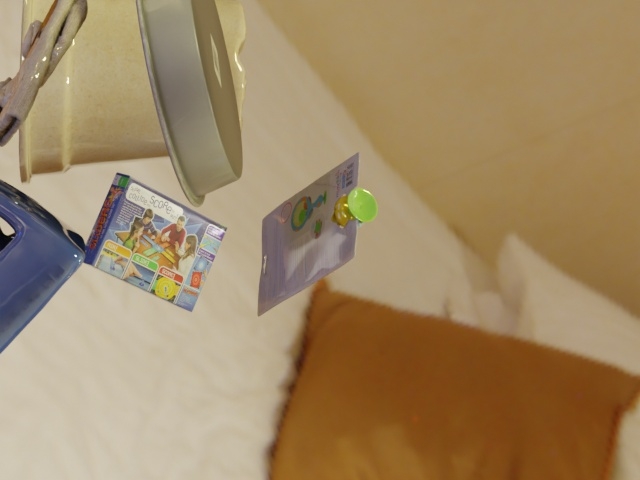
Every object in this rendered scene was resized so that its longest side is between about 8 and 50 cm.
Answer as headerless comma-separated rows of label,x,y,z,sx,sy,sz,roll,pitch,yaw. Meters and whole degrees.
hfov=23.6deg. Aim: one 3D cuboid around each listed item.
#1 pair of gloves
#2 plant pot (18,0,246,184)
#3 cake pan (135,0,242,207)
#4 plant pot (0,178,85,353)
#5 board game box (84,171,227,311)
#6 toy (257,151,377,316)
pair of gloves,-0.312,-0.169,1.593,0.042,0.240,0.204,32,65,-14
plant pot,-0.265,-0.240,2.174,0.334,0.305,0.334,-178,-90,-82
cake pan,-0.135,-0.183,1.609,0.293,0.054,0.293,-11,90,-86
plant pot,-0.361,0.021,1.358,0.212,0.236,0.236,44,-5,-9
board game box,-0.233,0.005,2.159,0.201,0.035,0.136,30,80,-44
toy,0.000,0.000,1.872,0.056,0.237,0.137,14,63,-24
